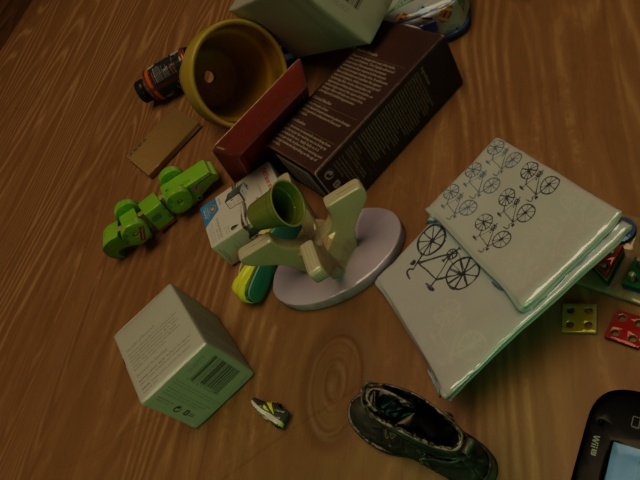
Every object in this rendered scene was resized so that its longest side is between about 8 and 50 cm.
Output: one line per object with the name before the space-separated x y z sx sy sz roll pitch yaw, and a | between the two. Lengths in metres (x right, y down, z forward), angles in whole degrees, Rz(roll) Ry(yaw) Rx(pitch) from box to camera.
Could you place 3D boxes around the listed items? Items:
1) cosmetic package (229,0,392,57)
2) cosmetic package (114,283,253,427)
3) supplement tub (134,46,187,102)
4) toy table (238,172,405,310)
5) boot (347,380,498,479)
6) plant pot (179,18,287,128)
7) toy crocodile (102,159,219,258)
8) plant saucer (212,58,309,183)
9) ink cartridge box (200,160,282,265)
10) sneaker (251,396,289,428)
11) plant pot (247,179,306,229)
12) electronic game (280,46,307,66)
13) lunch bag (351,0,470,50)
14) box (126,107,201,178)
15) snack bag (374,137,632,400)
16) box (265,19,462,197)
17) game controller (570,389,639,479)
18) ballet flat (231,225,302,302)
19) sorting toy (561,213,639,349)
cosmetic package | -0.027 -0.539 1.304 0.156 0.217 0.385 -62 31 0
cosmetic package | -0.254 0.212 1.082 0.151 0.151 0.184 -44 45 -1
supplement tub | -0.457 -0.487 1.748 0.198 0.106 0.106 -24 48 15
toy table | 0.000 0.000 1.068 0.274 0.161 0.252 -39 46 4
boot | 0.109 0.235 0.779 0.263 0.229 0.091 14 67 38
plant pot | -0.245 -0.414 1.479 0.254 0.254 0.239 -52 32 -10
toy crocodile | -0.391 -0.076 1.423 0.341 0.105 0.115 -37 46 -2
plant saucer | -0.105 -0.236 1.279 0.048 0.258 0.259 41 84 9
ink cartridge box | -0.150 -0.060 1.261 0.191 0.082 0.139 -35 46 8
sneaker | -0.085 0.290 1.005 0.083 0.031 0.035 26 61 37
plant pot | -0.081 -0.052 1.002 0.079 0.083 0.083 -21 48 39
electronic game | -0.072 -0.556 1.592 0.229 0.048 0.229 -17 50 22
lunch bag | 0.192 -0.539 1.369 0.303 0.115 0.243 -11 57 26
box | -0.442 -0.277 1.644 0.201 0.021 0.164 -48 46 -7
snack bag | 0.234 0.023 0.893 0.342 0.037 0.323 -48 30 13
box | 0.090 -0.266 1.219 0.381 0.143 0.191 -49 46 -4
game controller | 0.356 0.324 0.645 0.167 0.067 0.319 17 62 24
ballet flat | -0.108 0.019 1.184 0.077 0.077 0.231 14 68 46
sorting toy | 0.442 0.025 0.846 0.132 0.046 0.274 23 73 41
